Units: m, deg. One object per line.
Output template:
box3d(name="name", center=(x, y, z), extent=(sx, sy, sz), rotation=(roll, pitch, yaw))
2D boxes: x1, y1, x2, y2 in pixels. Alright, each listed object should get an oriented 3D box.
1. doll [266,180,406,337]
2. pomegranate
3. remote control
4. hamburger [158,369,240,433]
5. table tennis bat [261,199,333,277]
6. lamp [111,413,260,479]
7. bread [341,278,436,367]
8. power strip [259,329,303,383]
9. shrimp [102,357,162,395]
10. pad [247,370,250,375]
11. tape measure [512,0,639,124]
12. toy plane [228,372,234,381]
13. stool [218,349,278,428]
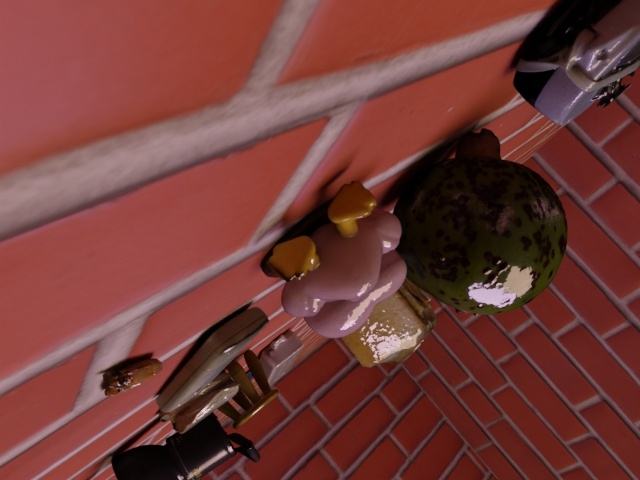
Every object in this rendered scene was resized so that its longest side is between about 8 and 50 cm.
box3d(name="doll", center=(0.034, 0.044, 0.704), extent=(0.160, 0.094, 0.365), rotation=(-41, 167, -3))
box3d(name="pomegranate", center=(0.229, -0.025, 0.855), extent=(0.254, 0.254, 0.270), rotation=(78, 19, -79))
box3d(name="remote control", center=(-0.154, 0.170, 0.819), extent=(0.098, 0.038, 0.233), rotation=(-30, 166, -45))
box3d(name="hamburger", center=(-0.212, 0.283, 1.040), extent=(0.133, 0.062, 0.140), rotation=(-44, 171, 39))
box3d(name="table tennis bat", center=(0.000, 0.000, 0.707), extent=(0.131, 0.022, 0.234), rotation=(-42, 169, 8))
box3d(name="lamp", center=(-0.256, 0.399, 1.104), extent=(0.227, 0.172, 0.147), rotation=(-31, 143, -16))
box3d(name="bread", center=(0.174, 0.207, 1.586), extent=(0.239, 0.264, 0.395), rotation=(-39, 172, 17))
box3d(name="power strip", center=(-0.115, 0.317, 1.521), extent=(0.098, 0.058, 0.338), rotation=(-37, 168, -24))
box3d(name="shrimp", center=(-0.197, 0.142, 0.587), extent=(0.059, 0.023, 0.108), rotation=(-33, 171, 7))
box3d(name="pad", center=(-0.234, 0.415, 1.685), extent=(0.270, 0.012, 0.269), rotation=(-39, 170, -9))
box3d(name="tape measure", center=(0.312, -0.219, 0.661), extent=(0.182, 0.107, 0.181), rotation=(-43, 164, -2))
box3d(name="toy plane", center=(-0.221, 0.323, 1.241), extent=(0.111, 0.040, 0.102), rotation=(-34, -173, -24))
box3d(name="stool", center=(-0.157, 0.296, 1.158), extent=(0.135, 0.110, 0.134), rotation=(-36, 171, -30))
